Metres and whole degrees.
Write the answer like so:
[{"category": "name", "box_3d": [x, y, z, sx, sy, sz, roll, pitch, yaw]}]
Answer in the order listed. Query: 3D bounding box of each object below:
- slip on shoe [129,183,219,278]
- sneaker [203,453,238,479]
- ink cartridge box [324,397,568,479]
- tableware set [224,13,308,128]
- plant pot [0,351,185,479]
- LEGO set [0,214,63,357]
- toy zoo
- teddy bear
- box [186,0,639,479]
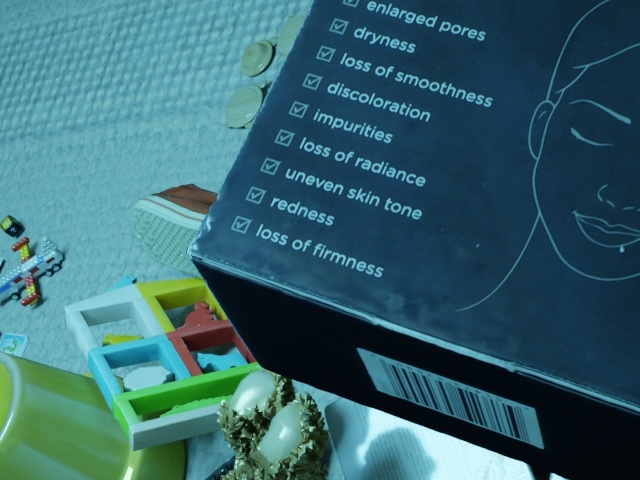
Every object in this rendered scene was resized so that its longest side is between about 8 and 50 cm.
[{"category": "slip on shoe", "box_3d": [-0.094, 0.006, 1.984, 0.101, 0.123, 0.331, -33, 38, -31]}, {"category": "sneaker", "box_3d": [-0.107, 0.297, 1.790, 0.271, 0.108, 0.100, -51, 40, -1]}, {"category": "ink cartridge box", "box_3d": [0.146, 0.236, 1.595, 0.239, 0.060, 0.275, -30, 61, 22]}, {"category": "tableware set", "box_3d": [-0.063, -0.222, 2.179, 0.141, 0.020, 0.169, -15, 54, 36]}, {"category": "plant pot", "box_3d": [-0.327, 0.250, 1.919, 0.254, 0.239, 0.254, -23, 49, 30]}, {"category": "LEGO set", "box_3d": [-0.456, 0.074, 2.295, 0.182, 0.060, 0.244, 7, 67, 40]}, {"category": "toy zoo", "box_3d": [-0.180, 0.125, 1.938, 0.192, 0.030, 0.293, -11, 37, -22]}, {"category": "teddy bear", "box_3d": [-0.038, 0.288, 1.648, 0.245, 0.113, 0.338, 4, 98, 62]}, {"category": "box", "box_3d": [0.214, -0.063, 1.475, 0.479, 0.297, 0.472, 19, 71, 19]}]
